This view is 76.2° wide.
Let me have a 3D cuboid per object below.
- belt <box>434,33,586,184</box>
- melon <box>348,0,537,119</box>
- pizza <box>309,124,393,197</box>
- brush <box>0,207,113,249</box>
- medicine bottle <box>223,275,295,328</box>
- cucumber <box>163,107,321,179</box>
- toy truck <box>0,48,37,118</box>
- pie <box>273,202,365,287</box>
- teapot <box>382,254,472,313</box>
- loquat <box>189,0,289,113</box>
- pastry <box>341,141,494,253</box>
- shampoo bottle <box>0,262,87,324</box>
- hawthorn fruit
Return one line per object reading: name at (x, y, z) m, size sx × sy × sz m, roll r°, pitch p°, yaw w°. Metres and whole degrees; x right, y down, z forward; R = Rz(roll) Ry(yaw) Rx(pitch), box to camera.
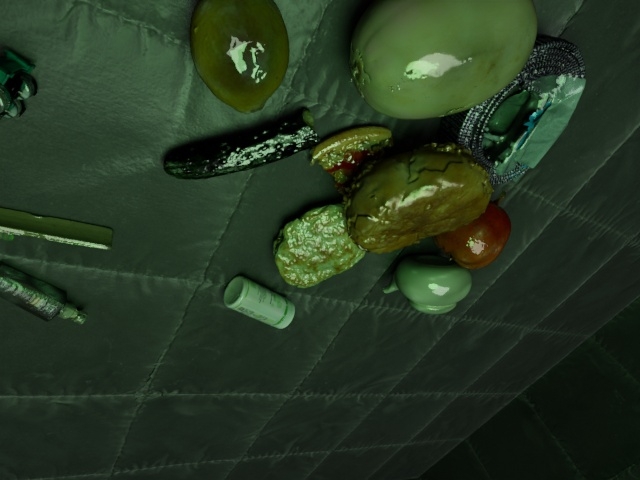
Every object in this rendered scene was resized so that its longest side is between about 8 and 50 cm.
belt at (0.411, -0.277, 0.891) m, size 0.259 × 0.122 × 0.325 m, roll 16°, pitch 121°, yaw -24°
melon at (0.197, -0.324, 0.688) m, size 0.316 × 0.223 × 0.223 m, roll -18°, pitch 134°, yaw -6°
pizza at (0.076, -0.152, 0.901) m, size 0.187 × 0.062 × 0.199 m, roll -18°, pitch 136°, yaw -4°
brush at (-0.545, -0.020, 0.762) m, size 0.282 × 0.054 × 0.048 m, roll 11°, pitch 133°, yaw -30°
medicine bottle at (-0.158, 0.164, 1.067) m, size 0.086 × 0.086 × 0.183 m, roll -41°, pitch 133°, yaw 15°
cucumber at (-0.148, -0.170, 0.780) m, size 0.303 × 0.081 × 0.072 m, roll -20°, pitch 164°, yaw -5°
toy truck at (-0.522, -0.194, 0.585) m, size 0.216 × 0.110 × 0.116 m, roll -41°, pitch 120°, yaw 16°
pie at (0.000, 0.000, 0.987) m, size 0.247 × 0.090 × 0.201 m, roll -25°, pitch 124°, yaw 0°
teapot at (0.352, 0.120, 1.166) m, size 0.317 × 0.220 × 0.149 m, roll -2°, pitch 104°, yaw -27°
loquat at (-0.123, -0.291, 0.636) m, size 0.151 × 0.152 × 0.195 m, roll -12°, pitch 125°, yaw -13°
pastry at (0.193, -0.095, 0.866) m, size 0.310 × 0.162 × 0.255 m, roll -20°, pitch 154°, yaw 4°
shampoo bottle at (-0.594, 0.121, 0.866) m, size 0.057 × 0.063 × 0.208 m, roll -40°, pitch 132°, yaw 1°
hawthorn fruit at (0.402, -0.042, 1.060) m, size 0.225 × 0.196 × 0.196 m, roll -46°, pitch 133°, yaw -1°
